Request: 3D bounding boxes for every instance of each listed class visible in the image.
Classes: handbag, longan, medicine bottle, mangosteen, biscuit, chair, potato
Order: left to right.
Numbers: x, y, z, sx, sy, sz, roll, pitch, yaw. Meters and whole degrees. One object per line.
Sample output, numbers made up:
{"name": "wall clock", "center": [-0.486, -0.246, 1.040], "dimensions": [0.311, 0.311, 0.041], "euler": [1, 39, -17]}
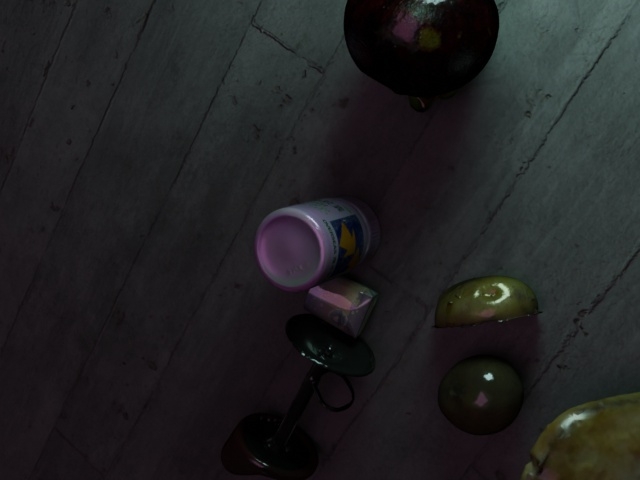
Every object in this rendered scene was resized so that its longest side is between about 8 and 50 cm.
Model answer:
{"name": "chair", "center": [-0.059, 0.391, 1.974], "dimensions": [0.226, 0.226, 0.401], "euler": [35, 113, 18]}
{"name": "medicine bottle", "center": [0.000, 0.000, 1.839], "dimensions": [0.178, 0.291, 0.178], "euler": [5, 100, 27]}
{"name": "handbag", "center": [0.038, 0.135, 1.961], "dimensions": [0.173, 0.095, 0.117], "euler": [26, 104, 13]}
{"name": "mangosteen", "center": [0.189, -0.399, 1.686], "dimensions": [0.306, 0.306, 0.359], "euler": [34, 132, 19]}
{"name": "potato", "center": [0.328, 0.129, 1.780], "dimensions": [0.243, 0.138, 0.098], "euler": [-12, 88, 26]}
{"name": "longan", "center": [0.339, 0.326, 1.793], "dimensions": [0.187, 0.167, 0.167], "euler": [-13, 92, 29]}
{"name": "biscuit", "center": [0.588, 0.509, 1.602], "dimensions": [0.446, 0.104, 0.429], "euler": [-8, 87, -5]}
